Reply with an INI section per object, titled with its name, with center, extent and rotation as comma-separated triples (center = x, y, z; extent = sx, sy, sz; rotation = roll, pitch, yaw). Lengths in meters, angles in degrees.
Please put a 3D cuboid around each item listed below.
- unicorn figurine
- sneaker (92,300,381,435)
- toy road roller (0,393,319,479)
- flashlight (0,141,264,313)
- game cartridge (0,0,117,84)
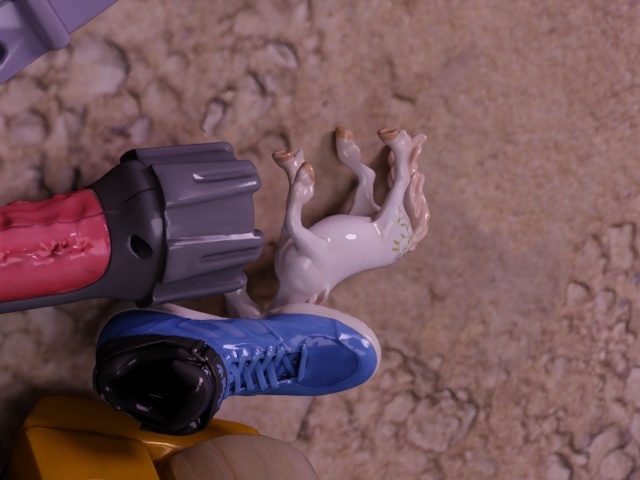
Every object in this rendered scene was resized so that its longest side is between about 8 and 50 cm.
[unicorn figurine]
center = 0.000, 0.000, 1.040
extent = 0.162, 0.060, 0.111
rotation = -14, 113, -22
[sneaker]
center = -0.045, 0.071, 0.986
extent = 0.152, 0.084, 0.058
rotation = 8, 116, 0
[toy road roller]
center = -0.150, 0.224, 0.975
extent = 0.330, 0.202, 0.240
rotation = 9, 119, -27
[flashlight]
center = -0.176, 0.001, 0.914
extent = 0.304, 0.103, 0.103
rotation = -9, 112, -25
[game cartridge]
center = -0.091, -0.249, 0.880
extent = 0.355, 0.068, 0.230
rotation = -37, 129, -11
